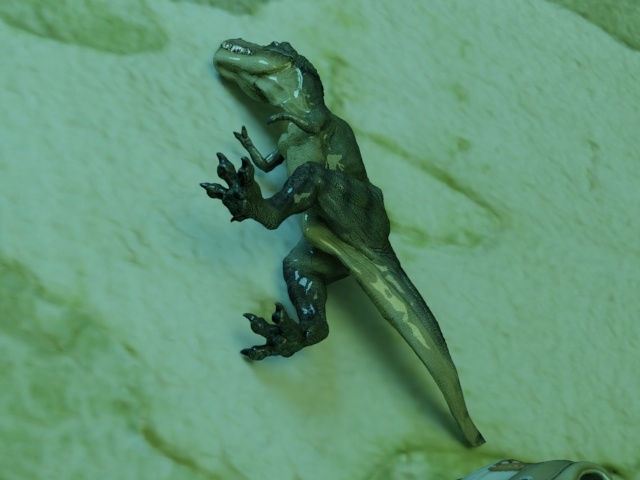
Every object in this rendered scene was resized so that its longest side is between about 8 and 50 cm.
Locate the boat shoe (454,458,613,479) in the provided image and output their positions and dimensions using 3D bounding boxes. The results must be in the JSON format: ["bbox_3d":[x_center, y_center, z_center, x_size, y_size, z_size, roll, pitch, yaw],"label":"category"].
[{"bbox_3d":[0.047,0.203,0.565,0.113,0.103,0.302,42,44,-9],"label":"boat shoe"}]

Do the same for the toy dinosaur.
[{"bbox_3d":[0.000,0.000,0.698,0.118,0.064,0.268,-17,77,-47],"label":"toy dinosaur"}]
